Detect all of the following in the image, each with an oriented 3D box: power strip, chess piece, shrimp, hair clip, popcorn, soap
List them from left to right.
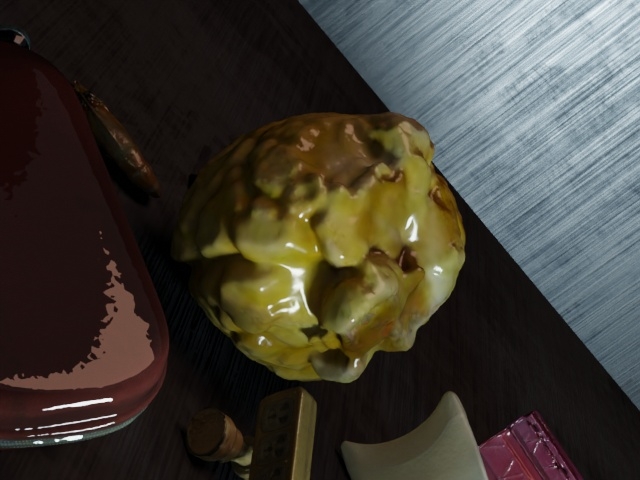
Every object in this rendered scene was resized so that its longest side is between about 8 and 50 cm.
[{"bbox_3d":[-0.271,-0.130,2.164,0.190,0.042,0.101,52,-4,0],"label":"shrimp"},{"bbox_3d":[-0.081,0.245,1.873,0.172,0.060,0.060,38,21,-47],"label":"chess piece"},{"bbox_3d":[-0.047,0.275,1.776,0.044,0.064,0.305,51,31,-36],"label":"power strip"},{"bbox_3d":[-0.003,-0.001,2.084,0.354,0.344,0.390,28,-12,-9],"label":"popcorn"},{"bbox_3d":[0.156,0.362,2.126,0.282,0.172,0.113,64,7,-4],"label":"hair clip"},{"bbox_3d":[0.321,0.401,2.478,0.250,0.162,0.099,58,11,12],"label":"soap"}]

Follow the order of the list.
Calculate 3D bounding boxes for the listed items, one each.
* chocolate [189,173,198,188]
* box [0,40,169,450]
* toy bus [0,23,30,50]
[{"bbox_3d":[-0.120,-0.054,2.341,0.149,0.080,0.125,55,16,3],"label":"chocolate"},{"bbox_3d":[-0.288,-0.002,1.436,0.263,0.108,0.404,-4,58,-34],"label":"box"},{"bbox_3d":[-0.397,-0.182,1.725,0.256,0.147,0.128,40,21,-23],"label":"toy bus"}]
